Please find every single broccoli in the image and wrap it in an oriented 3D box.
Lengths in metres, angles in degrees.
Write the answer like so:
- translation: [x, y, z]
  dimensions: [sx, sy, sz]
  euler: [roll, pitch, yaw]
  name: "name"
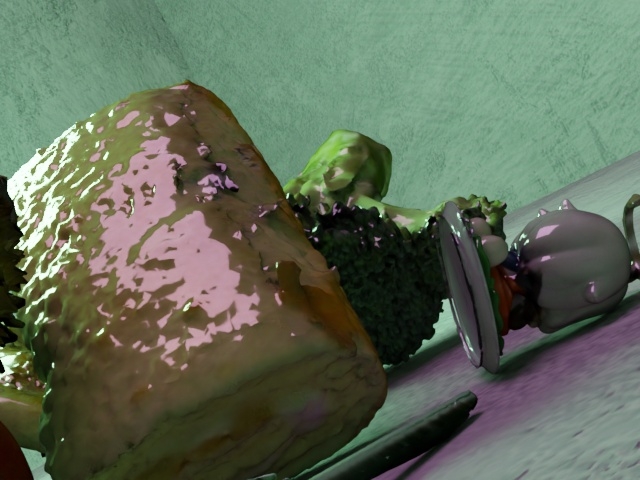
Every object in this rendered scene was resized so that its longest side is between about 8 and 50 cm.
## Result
- translation: [-0.034, 0.001, 1.086]
  dimensions: [0.353, 0.275, 0.397]
  euler: [-1, 31, -19]
  name: "broccoli"

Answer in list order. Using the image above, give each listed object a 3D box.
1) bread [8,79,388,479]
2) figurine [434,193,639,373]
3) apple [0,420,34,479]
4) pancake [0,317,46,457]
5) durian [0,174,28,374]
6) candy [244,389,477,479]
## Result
- translation: [-0.115, 0.034, 0.782]
  dimensions: [0.236, 0.165, 0.375]
  euler: [-32, 42, 2]
  name: "bread"
- translation: [0.170, 0.016, 0.705]
  dimensions: [0.153, 0.132, 0.132]
  euler: [-14, -2, -1]
  name: "figurine"
- translation: [-0.375, 0.239, 0.866]
  dimensions: [0.234, 0.234, 0.234]
  euler: [-28, -1, -1]
  name: "apple"
- translation: [-0.285, 0.153, 1.125]
  dimensions: [0.386, 0.082, 0.387]
  euler: [14, 8, -2]
  name: "pancake"
- translation: [-0.325, 0.044, 0.643]
  dimensions: [0.258, 0.258, 0.293]
  euler: [-26, -42, -52]
  name: "durian"
- translation: [-0.018, 0.134, 0.505]
  dimensions: [0.323, 0.097, 0.097]
  euler: [-16, -9, -43]
  name: "candy"
